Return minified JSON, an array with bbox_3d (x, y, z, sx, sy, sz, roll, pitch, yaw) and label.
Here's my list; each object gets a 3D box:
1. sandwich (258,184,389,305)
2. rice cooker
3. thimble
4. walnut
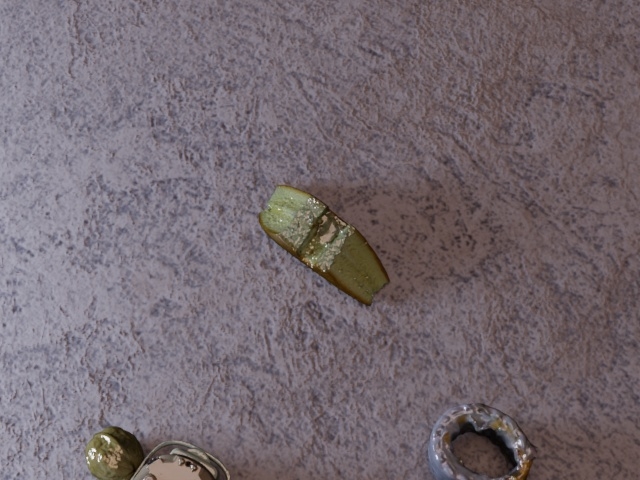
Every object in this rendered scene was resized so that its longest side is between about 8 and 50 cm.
[{"bbox_3d":[0.000,0.000,1.936,0.244,0.088,0.090,38,79,13],"label":"sandwich"},{"bbox_3d":[-0.220,0.392,1.776,0.145,0.127,0.206,27,81,6],"label":"rice cooker"},{"bbox_3d":[0.231,0.314,1.800,0.151,0.118,0.127,37,75,15],"label":"thimble"},{"bbox_3d":[-0.304,0.319,1.829,0.092,0.092,0.092,0,70,1],"label":"walnut"}]
